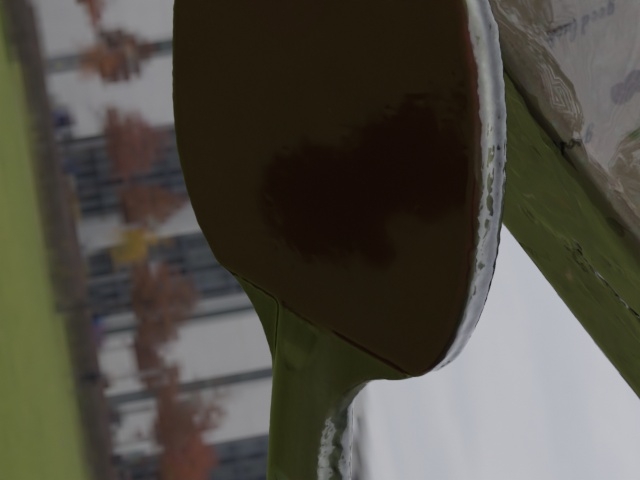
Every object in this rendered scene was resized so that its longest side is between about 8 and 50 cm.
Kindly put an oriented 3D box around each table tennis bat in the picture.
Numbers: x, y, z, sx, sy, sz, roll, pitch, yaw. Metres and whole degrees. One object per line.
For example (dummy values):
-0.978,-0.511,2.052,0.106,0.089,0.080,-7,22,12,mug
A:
0.000,0.000,0.561,0.138,0.022,0.246,33,-50,42,table tennis bat

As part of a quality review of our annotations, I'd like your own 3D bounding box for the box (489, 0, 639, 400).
0.190,-0.054,0.741,0.297,0.225,0.190,51,-7,-8,box
